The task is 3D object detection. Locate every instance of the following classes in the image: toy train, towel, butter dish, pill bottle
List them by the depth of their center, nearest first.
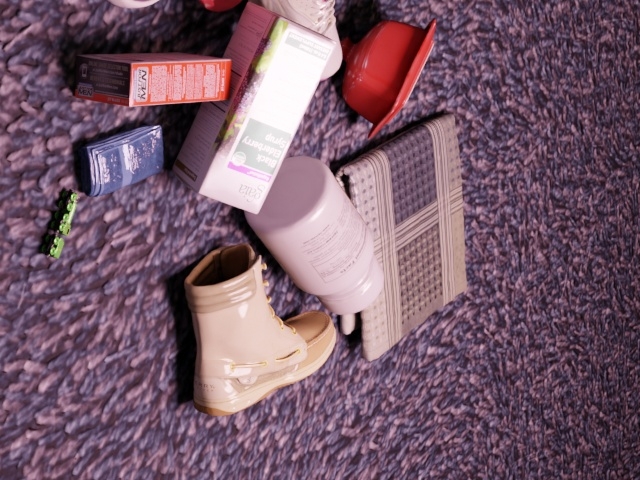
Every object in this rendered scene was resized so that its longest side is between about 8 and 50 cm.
[{"bbox_3d":[-0.297,-0.019,1.560,0.023,0.017,0.083,36,71,-62],"label":"toy train"},{"bbox_3d":[-0.234,-0.095,1.609,0.119,0.029,0.067,-27,122,-47],"label":"towel"},{"bbox_3d":[0.000,0.000,1.865,0.131,0.131,0.229,-60,141,-22],"label":"pill bottle"},{"bbox_3d":[0.077,-0.247,1.915,0.160,0.118,0.160,-64,-174,-16],"label":"butter dish"},{"bbox_3d":[0.127,-0.009,2.113,0.312,0.056,0.324,-32,123,-48],"label":"towel"}]

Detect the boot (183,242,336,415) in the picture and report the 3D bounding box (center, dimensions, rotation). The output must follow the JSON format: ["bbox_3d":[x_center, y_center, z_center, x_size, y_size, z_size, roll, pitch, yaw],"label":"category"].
[{"bbox_3d":[-0.079,0.095,1.826,0.262,0.095,0.203,-26,120,-42],"label":"boot"}]

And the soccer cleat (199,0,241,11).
[{"bbox_3d":[-0.125,-0.369,1.582,0.083,0.095,0.248,-18,151,-7],"label":"soccer cleat"}]

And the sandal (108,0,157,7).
[{"bbox_3d":[-0.222,-0.447,1.452,0.169,0.102,0.416,-47,135,-34],"label":"sandal"}]

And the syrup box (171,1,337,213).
[{"bbox_3d":[-0.083,-0.162,1.670,0.093,0.096,0.237,19,100,-34],"label":"syrup box"}]

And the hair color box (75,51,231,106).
[{"bbox_3d":[-0.193,-0.189,1.580,0.167,0.093,0.053,-10,108,-51],"label":"hair color box"}]

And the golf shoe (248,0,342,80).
[{"bbox_3d":[-0.028,-0.306,1.728,0.115,0.140,0.306,-62,143,-21],"label":"golf shoe"}]
